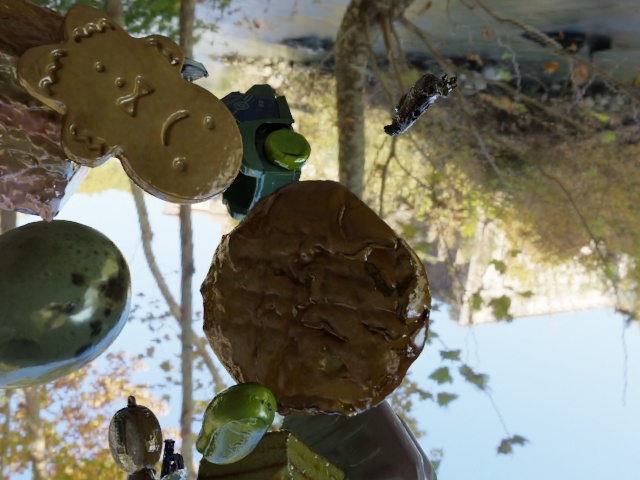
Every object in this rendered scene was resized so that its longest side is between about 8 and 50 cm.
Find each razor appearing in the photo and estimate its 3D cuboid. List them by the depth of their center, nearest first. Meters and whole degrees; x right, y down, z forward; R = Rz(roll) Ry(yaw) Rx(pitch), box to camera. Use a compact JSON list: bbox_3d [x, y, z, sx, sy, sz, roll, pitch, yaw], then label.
[{"bbox_3d":[-0.243,0.379,1.038,0.056,0.093,0.324,6,168,-7],"label":"razor"}]

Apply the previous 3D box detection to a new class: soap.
[{"bbox_3d":[0.073,0.460,1.327,0.446,0.261,0.156,58,-176,32],"label":"soap"}]

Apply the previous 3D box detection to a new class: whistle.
[{"bbox_3d":[-0.286,0.353,1.019,0.107,0.219,0.057,-14,173,40],"label":"whistle"}]

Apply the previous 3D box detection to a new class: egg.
[{"bbox_3d":[-0.619,0.141,1.437,0.345,0.344,0.428,14,-135,41],"label":"egg"}]

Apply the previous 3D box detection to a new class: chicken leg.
[{"bbox_3d":[0.198,-0.275,1.268,0.051,0.105,0.253,33,161,-9],"label":"chicken leg"}]

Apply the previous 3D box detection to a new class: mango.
[{"bbox_3d":[-0.121,0.249,0.898,0.091,0.165,0.074,31,-142,-16],"label":"mango"}]

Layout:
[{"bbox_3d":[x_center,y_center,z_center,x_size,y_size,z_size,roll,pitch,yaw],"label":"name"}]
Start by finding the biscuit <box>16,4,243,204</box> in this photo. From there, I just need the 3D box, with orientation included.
[{"bbox_3d":[-0.275,-0.202,1.016,0.355,0.275,0.052,41,147,-15],"label":"biscuit"}]

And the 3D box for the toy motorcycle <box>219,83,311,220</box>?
[{"bbox_3d":[-0.153,-0.213,1.394,0.200,0.191,0.326,-3,-126,-20],"label":"toy motorcycle"}]

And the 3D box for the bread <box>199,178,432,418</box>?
[{"bbox_3d":[-0.006,0.106,1.096,0.399,0.397,0.215,10,176,18],"label":"bread"}]

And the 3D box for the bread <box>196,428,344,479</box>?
[{"bbox_3d":[-0.083,0.422,1.128,0.184,0.110,0.234,-17,140,20],"label":"bread"}]

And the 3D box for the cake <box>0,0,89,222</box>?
[{"bbox_3d":[-0.524,-0.245,1.153,0.314,0.306,0.293,23,-148,-8],"label":"cake"}]

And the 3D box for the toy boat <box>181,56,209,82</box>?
[{"bbox_3d":[-0.393,-0.373,1.550,0.262,0.115,0.114,-3,167,-19],"label":"toy boat"}]
